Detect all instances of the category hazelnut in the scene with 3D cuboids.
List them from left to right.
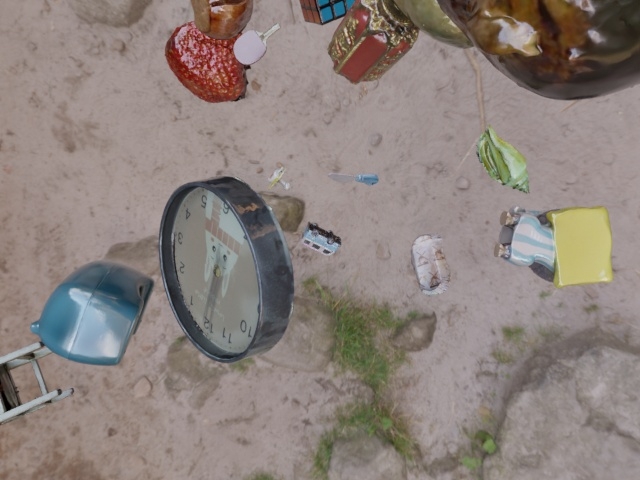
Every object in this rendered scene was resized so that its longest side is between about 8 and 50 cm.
[{"bbox_3d":[-0.224,-0.542,1.005,0.143,0.143,0.154,26,141,3],"label":"hazelnut"}]

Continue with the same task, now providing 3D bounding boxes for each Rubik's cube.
[{"bbox_3d":[0.019,-0.866,1.519,0.162,0.163,0.161,-27,128,-9],"label":"Rubik's cube"}]

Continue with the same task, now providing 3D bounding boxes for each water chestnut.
[{"bbox_3d":[0.187,-0.225,0.294,0.223,0.224,0.238,44,108,-1],"label":"water chestnut"}]

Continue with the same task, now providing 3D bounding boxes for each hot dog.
[{"bbox_3d":[0.313,0.066,1.244,0.108,0.191,0.059,-31,136,34],"label":"hot dog"}]

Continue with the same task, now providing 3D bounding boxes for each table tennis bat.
[{"bbox_3d":[-0.181,-0.570,1.251,0.156,0.013,0.087,-34,89,11],"label":"table tennis bat"}]

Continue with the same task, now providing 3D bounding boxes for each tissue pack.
[{"bbox_3d":[-0.531,0.159,1.041,0.205,0.287,0.198,22,97,-16],"label":"tissue pack"}]

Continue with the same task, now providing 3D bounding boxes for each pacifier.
[{"bbox_3d":[-0.110,-0.167,1.218,0.064,0.068,0.083,40,127,-13],"label":"pacifier"}]

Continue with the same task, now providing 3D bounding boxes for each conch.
[{"bbox_3d":[0.480,-0.200,1.139,0.201,0.079,0.095,50,132,12],"label":"conch"}]

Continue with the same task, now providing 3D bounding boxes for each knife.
[{"bbox_3d":[0.112,-0.219,1.554,0.058,0.243,0.032,-30,70,50],"label":"knife"}]

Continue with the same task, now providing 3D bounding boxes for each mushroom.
[{"bbox_3d":[0.210,-0.458,0.816,0.291,0.217,0.212,3,94,-33],"label":"mushroom"}]

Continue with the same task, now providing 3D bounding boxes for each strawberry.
[{"bbox_3d":[-0.365,-0.576,1.396,0.238,0.288,0.251,-1,95,37],"label":"strawberry"}]

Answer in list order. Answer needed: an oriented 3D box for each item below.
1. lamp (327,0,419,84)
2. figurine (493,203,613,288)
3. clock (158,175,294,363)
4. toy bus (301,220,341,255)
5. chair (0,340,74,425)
[{"bbox_3d":[0.125,-0.492,1.047,0.176,0.274,0.177,2,85,-19],"label":"lamp"},{"bbox_3d":[0.723,0.008,1.467,0.360,0.377,0.267,11,90,1],"label":"figurine"},{"bbox_3d":[-0.211,0.061,0.895,0.385,0.076,0.387,11,107,42],"label":"clock"},{"bbox_3d":[0.000,0.000,1.406,0.122,0.060,0.075,26,117,-16],"label":"toy bus"},{"bbox_3d":[-0.724,0.344,0.968,0.270,0.147,0.137,-23,82,-23],"label":"chair"}]
